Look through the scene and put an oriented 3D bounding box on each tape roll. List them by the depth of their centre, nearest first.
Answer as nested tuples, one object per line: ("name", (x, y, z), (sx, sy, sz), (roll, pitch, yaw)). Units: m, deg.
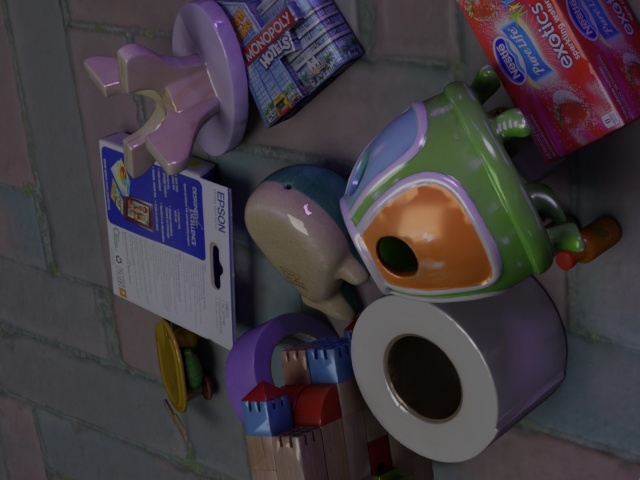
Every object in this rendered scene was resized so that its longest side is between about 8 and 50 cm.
("tape roll", (0.185, 0.153, 1.813), (0.246, 0.169, 0.246), (22, 125, 34))
("tape roll", (-0.046, 0.211, 2.058), (0.080, 0.189, 0.189), (-26, 92, 48))

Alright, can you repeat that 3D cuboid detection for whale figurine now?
("whale figurine", (0.000, 0.000, 1.967), (0.216, 0.141, 0.272), (23, 150, 35))

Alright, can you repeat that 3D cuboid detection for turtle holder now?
("turtle holder", (0.139, -0.064, 1.545), (0.243, 0.227, 0.320), (56, -170, -43))

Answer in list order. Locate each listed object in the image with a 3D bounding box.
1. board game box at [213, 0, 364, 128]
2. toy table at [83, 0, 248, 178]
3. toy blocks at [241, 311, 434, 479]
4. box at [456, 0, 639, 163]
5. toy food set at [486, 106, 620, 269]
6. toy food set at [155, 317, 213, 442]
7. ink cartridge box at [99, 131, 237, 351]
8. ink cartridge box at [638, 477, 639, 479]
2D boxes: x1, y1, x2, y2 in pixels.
("board game box", (-0.059, -0.290, 1.895), (0.194, 0.060, 0.194), (57, 138, 3))
("toy table", (-0.220, -0.214, 1.977), (0.252, 0.160, 0.274), (42, 148, 39))
("toy blocks", (0.024, 0.253, 1.909), (0.190, 0.381, 0.261), (-5, 96, 40))
("box", (0.275, -0.236, 1.548), (0.128, 0.122, 0.257), (-28, 91, 49))
("toy food set", (0.252, -0.052, 1.683), (0.232, 0.104, 0.111), (51, 137, 11))
("toy food set", (-0.232, 0.227, 2.347), (0.128, 0.071, 0.218), (43, 142, 53))
("ink cartridge box", (-0.234, 0.000, 2.223), (0.307, 0.072, 0.304), (20, 123, 34))
("ink cartridge box", (0.420, 0.388, 1.687), (0.114, 0.197, 0.273), (37, 133, 23))
